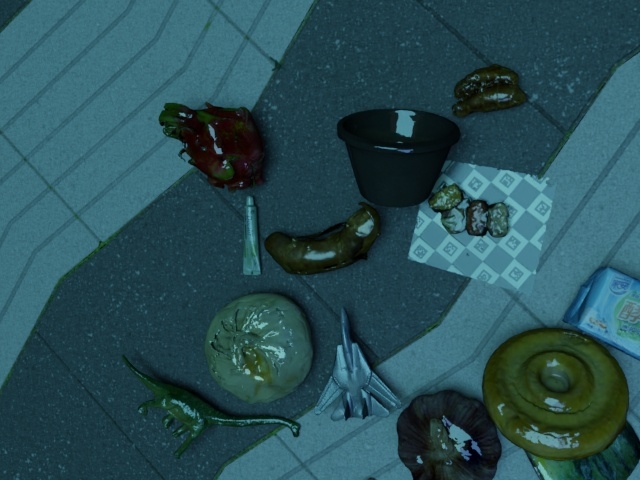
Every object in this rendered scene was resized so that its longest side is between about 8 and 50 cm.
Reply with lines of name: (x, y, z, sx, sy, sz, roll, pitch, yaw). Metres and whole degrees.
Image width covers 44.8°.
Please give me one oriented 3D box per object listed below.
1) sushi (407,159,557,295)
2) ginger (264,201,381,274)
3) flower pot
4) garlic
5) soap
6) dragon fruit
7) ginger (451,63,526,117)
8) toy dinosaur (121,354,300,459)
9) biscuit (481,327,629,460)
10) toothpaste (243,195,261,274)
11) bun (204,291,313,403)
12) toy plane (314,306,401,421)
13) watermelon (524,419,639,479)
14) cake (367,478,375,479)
sushi: (0.353, -0.038, 1.718, 0.290, 0.050, 0.263, 15, 99, 17)
ginger: (0.009, 0.011, 1.810, 0.309, 0.107, 0.133, -20, 101, 23)
flower pot: (0.165, -0.175, 1.688, 0.269, 0.269, 0.166, 9, 116, 18)
garlic: (0.280, 0.453, 1.720, 0.245, 0.160, 0.244, 2, 95, 18)
soap: (0.668, 0.171, 1.599, 0.293, 0.077, 0.156, 26, 89, 14)
dragon fruit: (-0.257, -0.224, 1.854, 0.269, 0.198, 0.200, 11, 123, 19)
ginger: (0.357, -0.328, 1.682, 0.162, 0.073, 0.103, -10, 90, 20)
toy dinosaur: (-0.295, 0.398, 1.950, 0.301, 0.087, 0.447, -42, 87, 17)
biscuit: (0.481, 0.303, 1.590, 0.297, 0.296, 0.102, 12, 142, 18)
toothpaste: (-0.171, -0.011, 1.908, 0.048, 0.029, 0.197, 2, 97, 19)
bun: (-0.158, 0.263, 1.862, 0.287, 0.146, 0.287, 2, 96, 21)
toy plane: (0.075, 0.288, 1.823, 0.212, 0.088, 0.267, -9, 83, 18)
watermelon: (0.534, 0.453, 1.662, 0.262, 0.201, 0.212, -28, 83, -23)
cake: (0.095, 0.689, 1.839, 0.109, 0.090, 0.225, 34, 103, 17)
